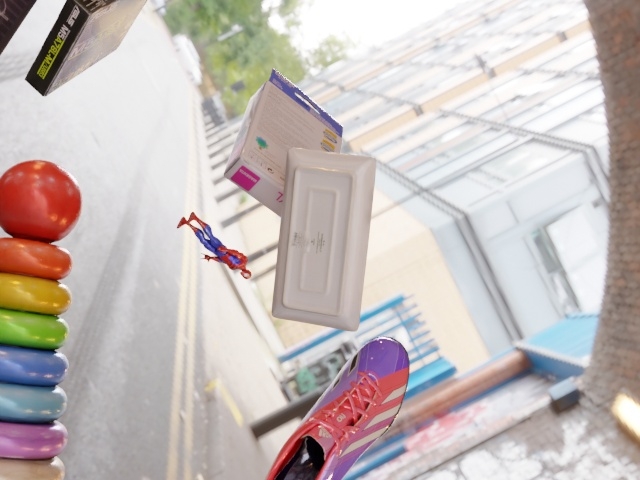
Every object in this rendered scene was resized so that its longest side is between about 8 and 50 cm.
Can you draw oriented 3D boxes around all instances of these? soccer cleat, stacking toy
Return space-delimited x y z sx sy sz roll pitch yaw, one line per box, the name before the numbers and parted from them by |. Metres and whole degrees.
soccer cleat | 0.026 0.263 1.297 0.108 0.318 0.116 32 -18 18
stacking toy | -0.303 0.081 0.930 0.141 0.141 0.331 72 27 -82

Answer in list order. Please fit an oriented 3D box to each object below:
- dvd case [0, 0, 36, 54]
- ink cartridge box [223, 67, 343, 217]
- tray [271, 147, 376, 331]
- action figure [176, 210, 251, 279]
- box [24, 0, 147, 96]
dvd case | -0.439 -0.360 1.192 0.018 0.221 0.164 4 -30 41
ink cartridge box | -0.055 -0.161 1.603 0.185 0.065 0.311 36 36 -19
tray | 0.000 0.000 1.395 0.030 0.145 0.271 -18 115 -70
action figure | -0.129 0.011 1.152 0.115 0.038 0.030 40 45 -24
box | -0.322 -0.311 1.314 0.045 0.184 0.191 45 42 -6
